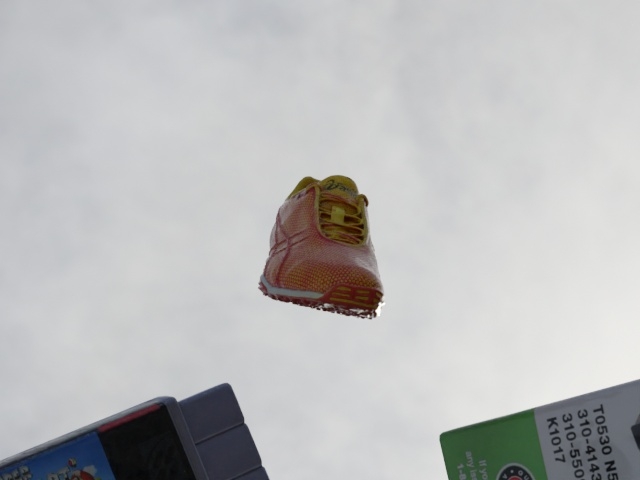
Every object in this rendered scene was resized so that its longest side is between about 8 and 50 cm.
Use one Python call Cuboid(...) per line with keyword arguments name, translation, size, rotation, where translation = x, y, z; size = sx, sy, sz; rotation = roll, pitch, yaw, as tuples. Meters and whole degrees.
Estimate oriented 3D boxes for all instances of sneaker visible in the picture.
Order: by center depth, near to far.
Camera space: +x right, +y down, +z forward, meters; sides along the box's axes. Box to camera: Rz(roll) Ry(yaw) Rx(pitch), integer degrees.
Cuboid(name="sneaker", translation=(0.000, 0.000, 0.965), size=(0.064, 0.175, 0.067), rotation=(13, -80, -13))

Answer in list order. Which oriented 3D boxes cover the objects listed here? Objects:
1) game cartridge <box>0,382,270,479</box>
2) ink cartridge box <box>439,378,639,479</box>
Cuboid(name="game cartridge", translation=(-0.173, 0.261, 1.341), size=(0.355, 0.230, 0.068), rotation=(-21, 1, -36))
Cuboid(name="ink cartridge box", translation=(0.225, 0.163, 0.952), size=(0.278, 0.201, 0.117), rotation=(-20, -14, 32))
